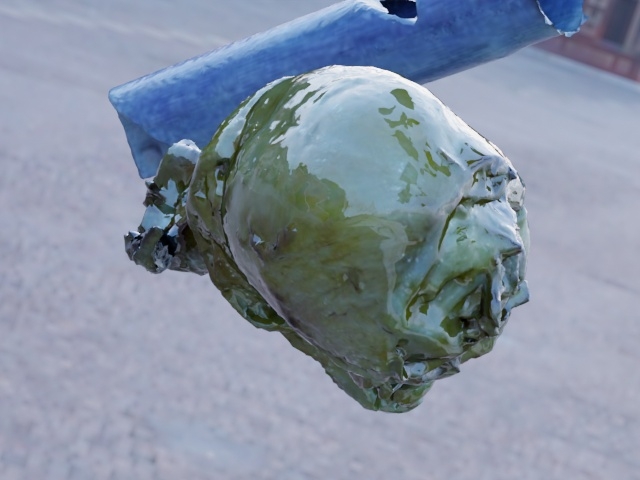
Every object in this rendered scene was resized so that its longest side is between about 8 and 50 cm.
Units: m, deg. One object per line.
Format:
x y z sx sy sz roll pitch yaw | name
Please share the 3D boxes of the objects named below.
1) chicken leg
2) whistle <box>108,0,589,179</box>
0.000 0.000 0.601 0.103 0.088 0.228 27 -12 -16 | chicken leg
0.002 -0.097 1.069 0.304 0.062 0.062 -16 -14 36 | whistle
